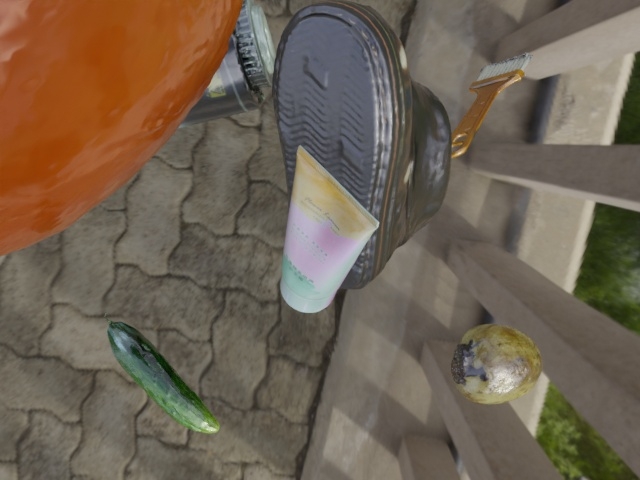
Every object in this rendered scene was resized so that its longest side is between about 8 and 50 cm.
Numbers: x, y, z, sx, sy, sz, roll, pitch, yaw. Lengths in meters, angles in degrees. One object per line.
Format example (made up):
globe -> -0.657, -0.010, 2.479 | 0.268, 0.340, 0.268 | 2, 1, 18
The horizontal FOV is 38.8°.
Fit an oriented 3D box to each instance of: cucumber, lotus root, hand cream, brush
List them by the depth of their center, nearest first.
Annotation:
hand cream -> 0.000, 0.000, 0.671 | 0.047, 0.174, 0.076 | -40, 76, -24
cucumber -> -0.166, 0.135, 0.911 | 0.039, 0.039, 0.168 | -45, 82, 5
brush -> 0.246, -0.206, 1.387 | 0.090, 0.314, 0.017 | -11, 119, 36
lotus root -> 0.316, 0.213, 1.579 | 0.214, 0.138, 0.138 | 0, 98, -37

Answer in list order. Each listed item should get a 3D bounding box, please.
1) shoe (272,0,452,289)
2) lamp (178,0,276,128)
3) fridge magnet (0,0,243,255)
shoe -> 0.066, -0.139, 1.139 | 0.171, 0.237, 0.383 | 19, 132, 27
lamp -> -0.206, -0.276, 1.390 | 0.272, 0.374, 0.205 | -6, 115, 23
fridge magnet -> -0.188, -0.136, 0.576 | 0.155, 0.364, 0.363 | 38, 95, 18
